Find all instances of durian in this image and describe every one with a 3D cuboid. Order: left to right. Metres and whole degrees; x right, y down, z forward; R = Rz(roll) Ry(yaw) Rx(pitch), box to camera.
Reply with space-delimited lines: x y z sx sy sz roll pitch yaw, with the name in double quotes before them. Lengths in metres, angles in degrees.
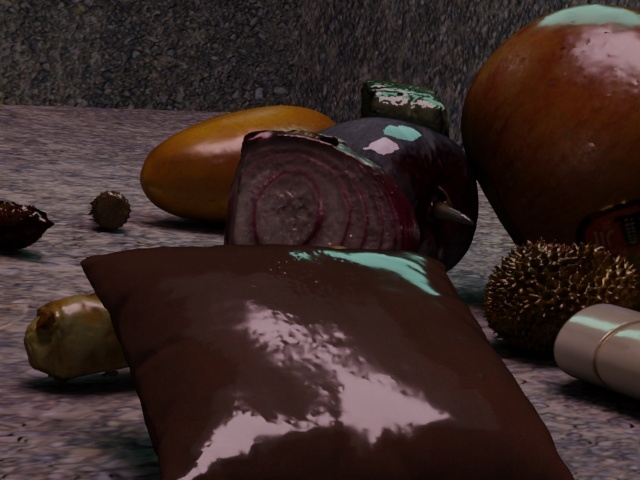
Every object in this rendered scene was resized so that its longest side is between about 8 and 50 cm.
"durian" 0.250 0.061 1.786 0.168 0.137 0.158 -14 -7 -32

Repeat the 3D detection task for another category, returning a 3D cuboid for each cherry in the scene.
"cherry" 0.067 -0.042 2.027 0.296 0.218 0.255 -3 5 39

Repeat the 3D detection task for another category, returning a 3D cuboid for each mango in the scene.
"mango" -0.106 -0.108 2.412 0.350 0.201 0.199 -6 -25 -41

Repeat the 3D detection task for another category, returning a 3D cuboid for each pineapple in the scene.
"pineapple" -0.292 -0.048 2.270 0.058 0.058 0.124 5 9 -14

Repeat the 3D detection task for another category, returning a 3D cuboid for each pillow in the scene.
"pillow" -0.001 0.102 1.207 0.305 0.108 0.308 1 31 -20

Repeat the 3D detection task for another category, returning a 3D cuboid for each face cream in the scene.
"face cream" 0.378 0.133 1.573 0.173 0.081 0.348 4 9 -43

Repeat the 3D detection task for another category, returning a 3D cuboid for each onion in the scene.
"onion" 0.001 0.000 1.724 0.206 0.216 0.207 10 1 -3

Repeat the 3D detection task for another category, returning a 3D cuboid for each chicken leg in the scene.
"chicken leg" -0.419 -0.027 1.996 0.233 0.063 0.105 8 3 10

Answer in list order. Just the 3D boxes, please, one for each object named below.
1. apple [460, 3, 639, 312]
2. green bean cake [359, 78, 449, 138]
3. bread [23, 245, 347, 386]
"apple" 0.375 -0.099 2.044 0.333 0.400 0.400 -29 9 2
"green bean cake" 0.102 -0.098 2.316 0.132 0.241 0.255 5 9 -2
"bread" -0.101 0.061 1.489 0.367 0.084 0.077 -10 40 -39
